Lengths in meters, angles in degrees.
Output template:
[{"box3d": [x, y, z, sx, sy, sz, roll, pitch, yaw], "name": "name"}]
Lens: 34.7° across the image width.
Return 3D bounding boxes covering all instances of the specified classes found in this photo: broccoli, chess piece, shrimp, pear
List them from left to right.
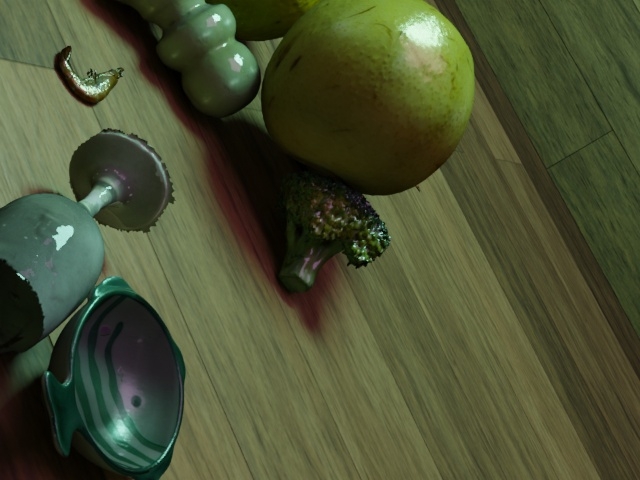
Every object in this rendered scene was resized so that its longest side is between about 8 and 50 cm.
[{"box3d": [-0.323, -0.241, 1.451, 0.091, 0.025, 0.127, 54, 28, -5], "name": "shrimp"}, {"box3d": [-0.212, -0.351, 1.627, 0.330, 0.182, 0.182, 58, 25, -11], "name": "chess piece"}, {"box3d": [0.000, 0.000, 1.631, 0.194, 0.220, 0.194, -39, 136, -51], "name": "broccoli"}, {"box3d": [0.080, -0.240, 1.668, 0.348, 0.348, 0.348, 42, 30, -31], "name": "pear"}]

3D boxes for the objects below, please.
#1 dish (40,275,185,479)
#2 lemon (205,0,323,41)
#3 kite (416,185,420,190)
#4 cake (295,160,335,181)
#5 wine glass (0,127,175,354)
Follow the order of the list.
[{"box3d": [-0.235, 0.155, 1.071, 0.246, 0.078, 0.224, -14, 92, -68], "name": "dish"}, {"box3d": [-0.121, -0.515, 1.795, 0.336, 0.336, 0.336, 42, 30, -31], "name": "lemon"}, {"box3d": [0.202, -0.149, 2.313, 0.090, 0.004, 0.122, 59, 26, 1], "name": "kite"}, {"box3d": [0.057, -0.193, 1.909, 0.207, 0.178, 0.185, 53, 26, -4], "name": "cake"}, {"box3d": [-0.281, -0.006, 1.131, 0.143, 0.143, 0.321, 52, 27, -13], "name": "wine glass"}]
